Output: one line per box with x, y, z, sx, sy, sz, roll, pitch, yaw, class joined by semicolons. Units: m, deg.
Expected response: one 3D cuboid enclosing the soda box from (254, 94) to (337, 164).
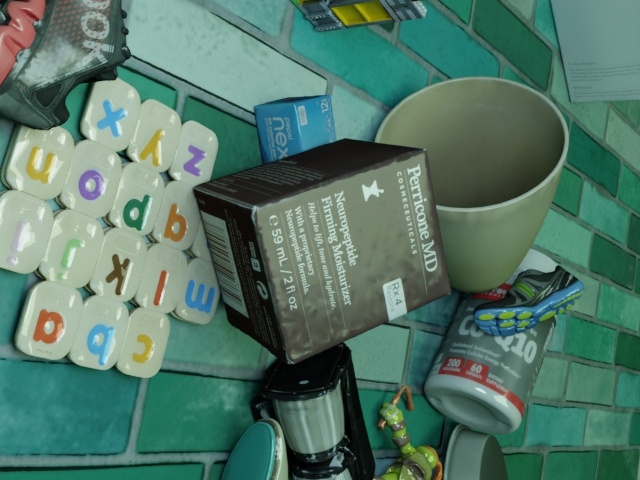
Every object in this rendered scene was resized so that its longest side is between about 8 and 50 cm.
-0.019;-0.068;0.972;0.067;0.071;0.210;-24;112;-45;soda box

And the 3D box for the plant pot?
0.225;-0.051;1.163;0.256;0.256;0.274;-58;150;-29;plant pot

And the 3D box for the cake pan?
0.267;0.452;1.317;0.293;0.054;0.293;-7;90;-67;cake pan

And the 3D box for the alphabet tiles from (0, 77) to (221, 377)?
-0.198;-0.010;0.800;0.284;0.021;0.278;25;73;-49;alphabet tiles

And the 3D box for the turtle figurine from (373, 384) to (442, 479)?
0.121;0.372;1.175;0.217;0.087;0.270;-30;116;-45;turtle figurine

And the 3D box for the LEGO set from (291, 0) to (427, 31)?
0.055;-0.412;0.934;0.255;0.192;0.331;47;58;-42;LEGO set

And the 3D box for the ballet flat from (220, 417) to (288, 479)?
-0.086;0.331;0.925;0.086;0.086;0.248;31;79;-48;ballet flat

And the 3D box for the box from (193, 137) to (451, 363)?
0.000;0.000;0.848;0.203;0.167;0.169;-21;109;-24;box

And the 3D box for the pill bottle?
0.293;0.157;1.306;0.161;0.161;0.283;52;55;-39;pill bottle

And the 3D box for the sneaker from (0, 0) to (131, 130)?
-0.218;-0.215;0.696;0.135;0.097;0.276;42;64;-44;sneaker

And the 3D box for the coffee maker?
0.011;0.227;1.002;0.171;0.120;0.178;-32;118;-45;coffee maker

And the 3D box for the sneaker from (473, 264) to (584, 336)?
0.313;0.090;1.223;0.188;0.078;0.067;-20;140;-17;sneaker

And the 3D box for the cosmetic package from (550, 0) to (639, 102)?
0.582;-0.475;1.558;0.156;0.217;0.385;-46;129;-37;cosmetic package
